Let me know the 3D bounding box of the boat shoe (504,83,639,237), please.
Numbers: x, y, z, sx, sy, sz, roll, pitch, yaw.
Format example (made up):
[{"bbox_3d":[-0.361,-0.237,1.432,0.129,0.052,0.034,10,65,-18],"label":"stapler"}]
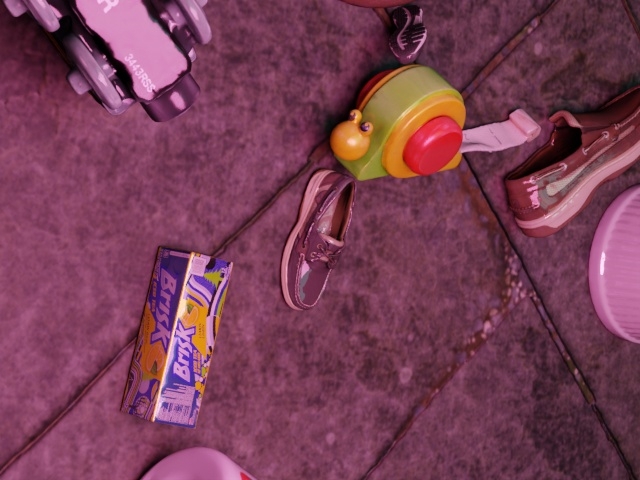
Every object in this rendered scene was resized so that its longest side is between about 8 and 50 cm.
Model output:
[{"bbox_3d":[0.314,-0.117,1.881,0.257,0.095,0.095,-45,115,-26],"label":"boat shoe"}]

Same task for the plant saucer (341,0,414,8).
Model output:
[{"bbox_3d":[0.096,-0.383,1.639,0.311,0.050,0.310,-16,121,-28],"label":"plant saucer"}]

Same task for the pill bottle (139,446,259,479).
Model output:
[{"bbox_3d":[-0.060,0.339,1.585,0.283,0.161,0.161,42,69,-34],"label":"pill bottle"}]

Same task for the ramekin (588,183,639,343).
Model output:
[{"bbox_3d":[0.444,0.033,1.994,0.207,0.109,0.207,-6,100,-39],"label":"ramekin"}]

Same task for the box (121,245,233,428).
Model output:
[{"bbox_3d":[-0.140,0.094,1.555,0.054,0.059,0.168,17,85,-40],"label":"box"}]

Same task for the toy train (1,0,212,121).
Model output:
[{"bbox_3d":[-0.222,-0.248,1.363,0.142,0.190,0.334,-39,117,-8],"label":"toy train"}]

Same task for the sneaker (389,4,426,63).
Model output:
[{"bbox_3d":[0.098,-0.211,1.696,0.109,0.040,0.043,-78,156,-57],"label":"sneaker"}]

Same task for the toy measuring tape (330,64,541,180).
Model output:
[{"bbox_3d":[0.140,-0.138,1.718,0.330,0.121,0.121,-13,104,-42],"label":"toy measuring tape"}]

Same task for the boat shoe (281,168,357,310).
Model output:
[{"bbox_3d":[0.000,0.000,1.664,0.056,0.049,0.152,14,87,-40],"label":"boat shoe"}]
